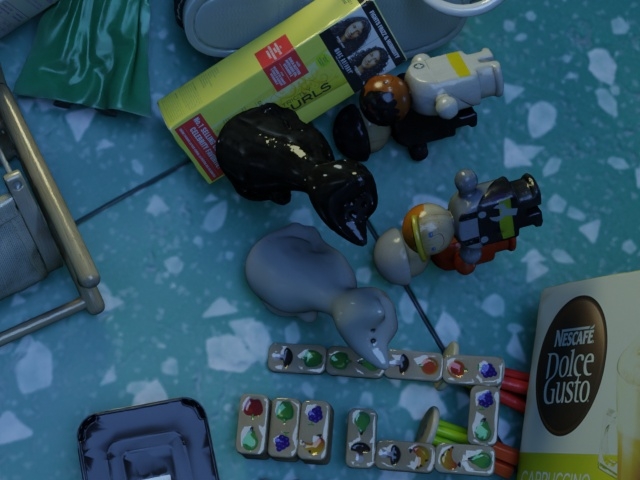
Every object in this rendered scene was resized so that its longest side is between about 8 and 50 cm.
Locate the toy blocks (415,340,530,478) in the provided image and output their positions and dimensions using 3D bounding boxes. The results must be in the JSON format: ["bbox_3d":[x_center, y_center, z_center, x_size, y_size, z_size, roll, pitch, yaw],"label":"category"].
[{"bbox_3d":[0.181,0.182,1.479,0.148,0.054,0.123,20,78,-7],"label":"toy blocks"}]

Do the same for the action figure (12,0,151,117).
[{"bbox_3d":[-0.214,-0.243,1.465,0.137,0.063,0.232,11,84,-7],"label":"action figure"}]

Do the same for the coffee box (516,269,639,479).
[{"bbox_3d":[0.401,0.216,1.343,0.338,0.337,0.335,13,79,-18],"label":"coffee box"}]

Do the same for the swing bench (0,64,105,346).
[{"bbox_3d":[-0.365,-0.010,1.357,0.253,0.165,0.255,-24,81,-12],"label":"swing bench"}]

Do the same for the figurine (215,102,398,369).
[{"bbox_3d":[0.000,0.000,1.363,0.092,0.209,0.215,-23,119,-22],"label":"figurine"}]

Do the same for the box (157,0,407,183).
[{"bbox_3d":[-0.038,-0.156,1.438,0.232,0.058,0.087,-31,129,3],"label":"box"}]

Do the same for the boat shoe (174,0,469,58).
[{"bbox_3d":[0.001,-0.247,1.485,0.302,0.114,0.091,0,37,-21],"label":"boat shoe"}]

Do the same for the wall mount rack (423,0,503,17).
[{"bbox_3d":[0.067,-0.386,1.403,0.304,0.130,0.350,-11,81,2],"label":"wall mount rack"}]

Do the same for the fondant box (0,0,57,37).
[{"bbox_3d":[-0.279,-0.360,1.401,0.330,0.096,0.238,-32,83,4],"label":"fondant box"}]

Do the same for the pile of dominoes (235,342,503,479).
[{"bbox_3d":[0.045,0.197,1.419,0.251,0.040,0.196,3,75,8],"label":"pile of dominoes"}]

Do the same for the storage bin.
[{"bbox_3d":[-0.156,0.248,1.380,0.122,0.084,0.180,-9,76,-11],"label":"storage bin"}]

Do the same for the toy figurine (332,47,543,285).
[{"bbox_3d":[0.107,-0.069,1.424,0.148,0.209,0.213,-15,84,-6],"label":"toy figurine"}]
